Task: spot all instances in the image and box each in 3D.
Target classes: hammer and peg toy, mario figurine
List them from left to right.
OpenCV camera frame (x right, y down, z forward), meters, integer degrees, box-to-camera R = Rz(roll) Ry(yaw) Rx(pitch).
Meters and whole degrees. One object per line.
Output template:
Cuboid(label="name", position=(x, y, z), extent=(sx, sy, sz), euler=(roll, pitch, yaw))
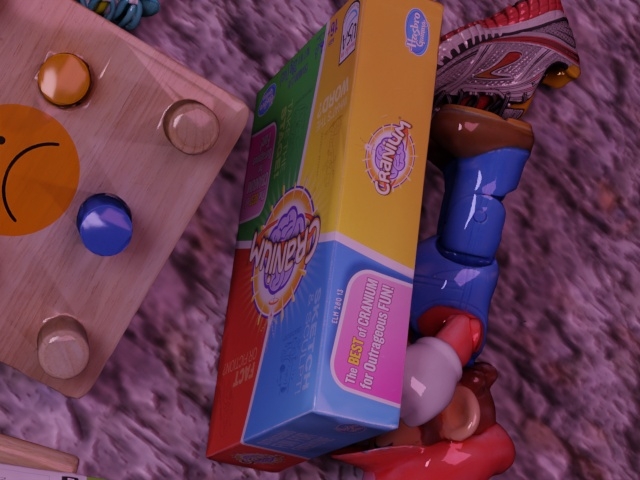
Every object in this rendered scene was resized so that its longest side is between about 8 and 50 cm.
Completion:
Cuboid(label="hammer and peg toy", position=(-0.240, -0.001, 1.137), extent=(0.266, 0.127, 0.361), euler=(29, 92, -13))
Cuboid(label="mario figurine", position=(0.067, 0.057, 1.219), extent=(0.198, 0.170, 0.321), euler=(22, 76, -56))

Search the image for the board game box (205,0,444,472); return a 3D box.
Cuboid(label="board game box", position=(0.000, 0.000, 1.190), extent=(0.064, 0.242, 0.317), euler=(13, 70, -18))

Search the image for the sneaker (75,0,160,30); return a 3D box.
Cuboid(label="sneaker", position=(-0.177, -0.214, 1.255), extent=(0.275, 0.107, 0.110), euler=(-33, 100, -27))

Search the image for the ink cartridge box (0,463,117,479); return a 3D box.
Cuboid(label="ink cartridge box", position=(-0.236, 0.231, 1.028), extent=(0.255, 0.189, 0.097), euler=(10, 115, -12))

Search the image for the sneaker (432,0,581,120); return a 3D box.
Cuboid(label="sneaker", position=(0.141, -0.142, 1.376), extent=(0.225, 0.088, 0.093), euler=(-26, 88, -27))
